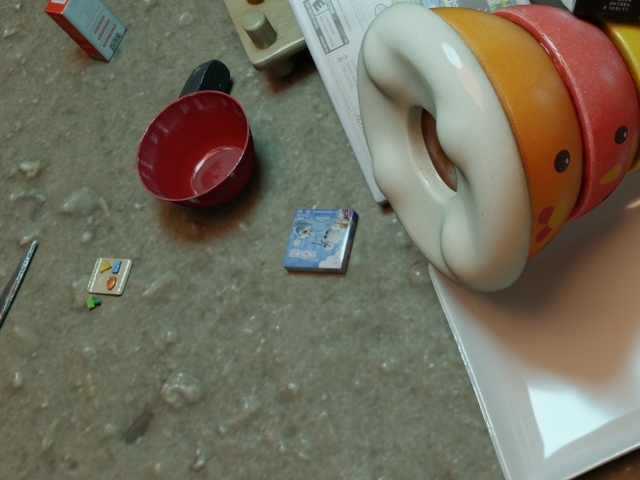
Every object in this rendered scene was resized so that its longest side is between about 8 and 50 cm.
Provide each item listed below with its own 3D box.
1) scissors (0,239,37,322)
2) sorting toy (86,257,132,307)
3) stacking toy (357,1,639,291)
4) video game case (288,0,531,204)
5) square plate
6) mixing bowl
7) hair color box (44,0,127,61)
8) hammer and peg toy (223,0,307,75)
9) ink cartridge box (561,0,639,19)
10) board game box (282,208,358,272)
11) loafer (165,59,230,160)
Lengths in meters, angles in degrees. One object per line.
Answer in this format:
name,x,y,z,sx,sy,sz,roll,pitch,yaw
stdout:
scissors,-0.492,0.138,1.930,0.109,0.021,0.297,30,79,37
sorting toy,-0.316,0.063,1.885,0.062,0.012,0.083,4,66,27
stacking toy,0.313,-0.175,1.526,0.480,0.350,0.350,-22,53,-16
video game case,0.148,-0.256,1.739,0.300,0.036,0.329,-25,80,12
square plate,0.336,0.097,1.526,0.347,0.049,0.344,-26,55,12
mixing bowl,-0.165,-0.116,1.855,0.181,0.098,0.181,-11,61,20
hair color box,-0.377,-0.356,2.062,0.043,0.141,0.072,15,71,32
hammer and peg toy,0.020,-0.428,1.918,0.361,0.127,0.266,-28,55,6
ink cartridge box,0.345,-0.359,1.596,0.176,0.069,0.371,3,29,-10
board game box,0.000,0.000,1.760,0.090,0.020,0.090,1,66,26
loafer,-0.196,-0.195,1.946,0.061,0.062,0.170,4,61,53
